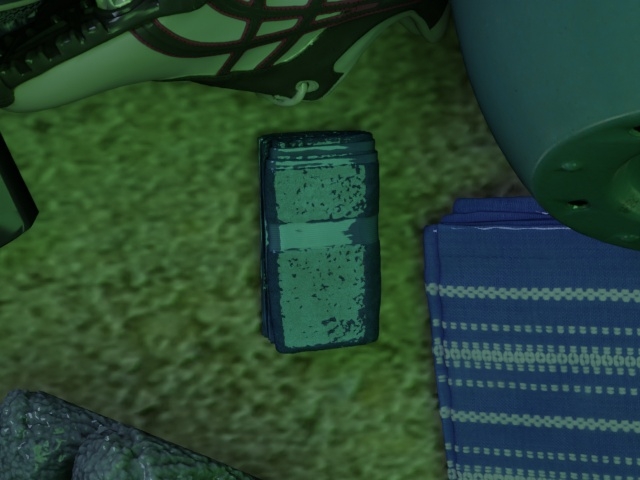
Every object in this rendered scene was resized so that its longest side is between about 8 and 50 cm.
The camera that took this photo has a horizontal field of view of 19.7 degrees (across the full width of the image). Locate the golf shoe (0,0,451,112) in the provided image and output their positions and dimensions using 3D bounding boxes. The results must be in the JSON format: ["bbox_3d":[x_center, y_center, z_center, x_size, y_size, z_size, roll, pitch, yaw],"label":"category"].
[{"bbox_3d":[-0.045,-0.110,0.932,0.273,0.105,0.120,-26,119,-16],"label":"golf shoe"}]

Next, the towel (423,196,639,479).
[{"bbox_3d":[0.184,0.140,1.000,0.243,0.040,0.336,0,103,28],"label":"towel"}]

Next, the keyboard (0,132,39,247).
[{"bbox_3d":[-0.228,-0.139,0.933,0.201,0.033,0.317,-27,105,-8],"label":"keyboard"}]

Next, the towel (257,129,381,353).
[{"bbox_3d":[0.000,0.000,1.008,0.067,0.029,0.119,-3,99,-12],"label":"towel"}]

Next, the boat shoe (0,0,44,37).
[{"bbox_3d":[-0.272,-0.049,0.878,0.341,0.127,0.158,-11,108,9],"label":"boat shoe"}]

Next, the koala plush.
[{"bbox_3d":[-0.085,0.214,0.901,0.203,0.196,0.221,25,81,-25],"label":"koala plush"}]

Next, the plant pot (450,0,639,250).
[{"bbox_3d":[0.190,-0.129,0.854,0.293,0.293,0.235,11,68,-14],"label":"plant pot"}]
